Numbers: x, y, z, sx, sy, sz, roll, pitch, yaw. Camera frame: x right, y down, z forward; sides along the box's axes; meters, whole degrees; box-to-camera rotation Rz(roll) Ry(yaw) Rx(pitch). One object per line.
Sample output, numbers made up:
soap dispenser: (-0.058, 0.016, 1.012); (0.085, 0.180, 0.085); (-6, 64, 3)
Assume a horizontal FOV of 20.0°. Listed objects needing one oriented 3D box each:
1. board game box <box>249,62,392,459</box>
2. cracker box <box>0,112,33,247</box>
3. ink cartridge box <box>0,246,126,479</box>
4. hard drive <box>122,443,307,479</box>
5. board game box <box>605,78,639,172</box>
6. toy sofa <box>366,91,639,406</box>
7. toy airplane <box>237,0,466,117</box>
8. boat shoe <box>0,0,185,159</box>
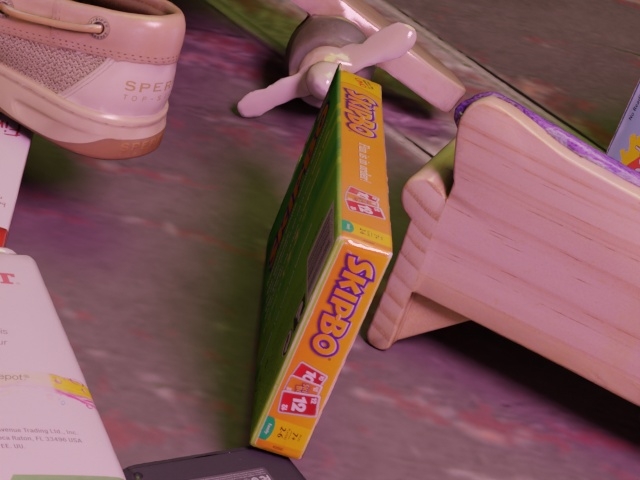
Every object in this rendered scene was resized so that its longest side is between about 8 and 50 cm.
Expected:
board game box: (0.000, 0.000, 0.989); (0.039, 0.124, 0.259); (19, 24, -11)
cracker box: (-0.241, -0.037, 0.987); (0.155, 0.067, 0.232); (14, 31, -10)
ink cartridge box: (-0.179, 0.095, 0.780); (0.154, 0.093, 0.212); (3, 35, -28)
hard drive: (-0.025, 0.150, 0.848); (0.094, 0.022, 0.135); (-4, 37, -36)
board game box: (0.335, -0.009, 1.205); (0.144, 0.142, 0.275); (-11, 41, -42)
toy sofa: (0.225, 0.039, 1.029); (0.362, 0.177, 0.150); (27, 31, 14)
toy airplane: (-0.108, -0.240, 1.259); (0.386, 0.272, 0.384); (29, -8, 33)
boat shoe: (-0.207, -0.155, 1.036); (0.302, 0.098, 0.109); (30, 29, 18)
